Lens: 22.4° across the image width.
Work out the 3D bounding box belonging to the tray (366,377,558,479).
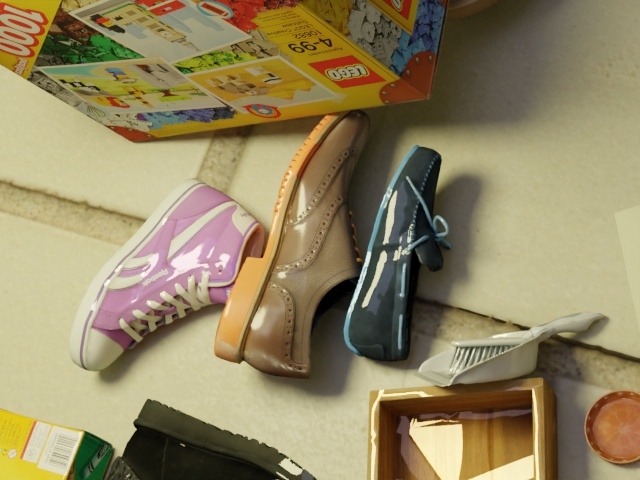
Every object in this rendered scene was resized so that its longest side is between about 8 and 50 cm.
[{"bbox_3d":[0.153,0.361,1.739,0.202,0.076,0.411,-7,65,20],"label":"tray"}]

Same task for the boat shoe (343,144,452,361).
[{"bbox_3d":[0.108,0.019,1.906,0.089,0.109,0.258,16,91,20],"label":"boat shoe"}]

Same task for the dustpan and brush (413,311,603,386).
[{"bbox_3d":[0.219,0.118,1.810,0.211,0.147,0.060,-5,92,-10],"label":"dustpan and brush"}]

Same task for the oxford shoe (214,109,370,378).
[{"bbox_3d":[0.000,0.000,1.948,0.132,0.130,0.364,21,73,8],"label":"oxford shoe"}]

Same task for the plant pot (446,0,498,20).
[{"bbox_3d":[0.173,-0.366,2.029,0.237,0.110,0.237,-9,64,19],"label":"plant pot"}]

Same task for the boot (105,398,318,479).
[{"bbox_3d":[-0.139,0.350,1.827,0.348,0.131,0.260,17,68,39],"label":"boot"}]

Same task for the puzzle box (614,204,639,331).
[{"bbox_3d":[0.480,0.118,1.700,0.272,0.052,0.409,-18,63,22],"label":"puzzle box"}]

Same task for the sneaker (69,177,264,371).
[{"bbox_3d":[-0.182,0.066,1.995,0.161,0.102,0.282,33,83,28],"label":"sneaker"}]

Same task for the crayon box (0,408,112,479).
[{"bbox_3d":[-0.382,0.352,1.961,0.165,0.081,0.278,11,73,27],"label":"crayon box"}]

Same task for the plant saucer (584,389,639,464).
[{"bbox_3d":[0.331,0.205,1.767,0.083,0.013,0.083,-9,65,20],"label":"plant saucer"}]

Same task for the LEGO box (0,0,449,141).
[{"bbox_3d":[-0.158,-0.298,1.912,0.500,0.372,0.193,-5,65,40],"label":"LEGO box"}]
